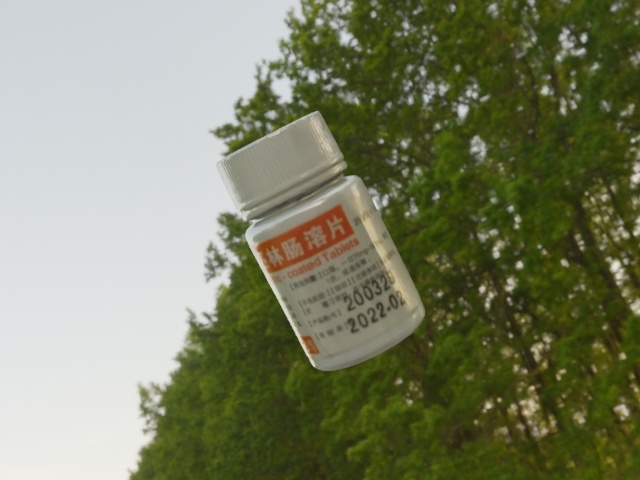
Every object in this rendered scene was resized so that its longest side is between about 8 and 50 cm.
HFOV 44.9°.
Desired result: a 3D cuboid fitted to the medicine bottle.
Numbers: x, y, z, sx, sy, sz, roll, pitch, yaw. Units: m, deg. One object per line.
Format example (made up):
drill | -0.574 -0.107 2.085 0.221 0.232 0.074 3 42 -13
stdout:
medicine bottle | 0.000 0.000 0.826 0.144 0.252 0.144 -24 5 2
